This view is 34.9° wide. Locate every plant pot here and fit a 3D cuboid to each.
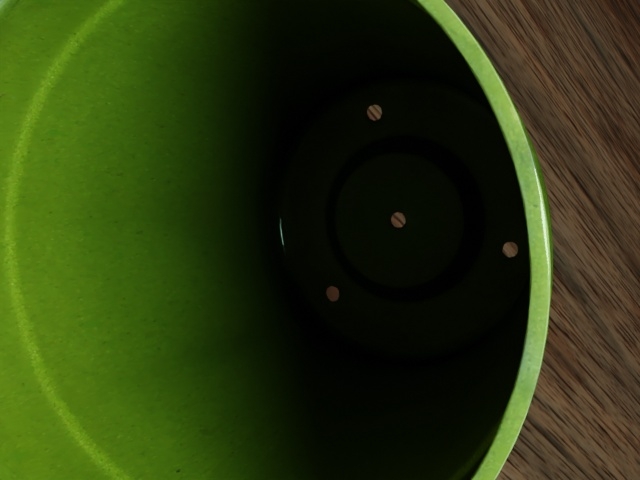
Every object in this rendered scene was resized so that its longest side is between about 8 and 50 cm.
[{"bbox_3d":[0.000,0.000,0.669,0.353,0.367,0.366,-11,86,-66],"label":"plant pot"}]
